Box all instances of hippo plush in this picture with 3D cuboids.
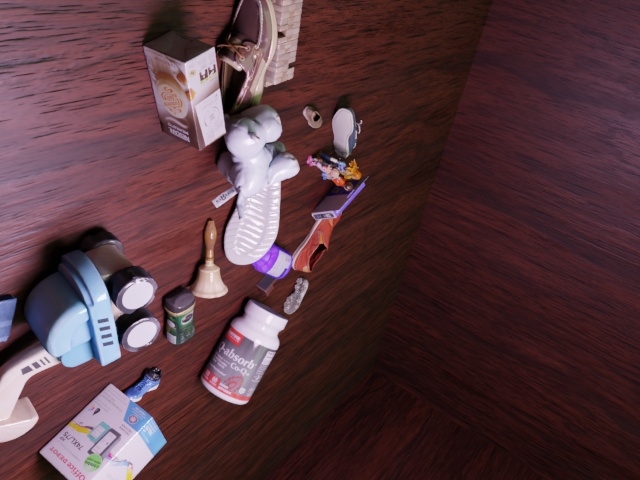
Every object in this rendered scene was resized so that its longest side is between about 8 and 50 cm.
[{"bbox_3d":[-0.217,-0.263,1.667,0.294,0.234,0.236,-41,142,-29],"label":"hippo plush"}]

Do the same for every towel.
[{"bbox_3d":[-0.738,0.182,1.349,0.067,0.029,0.119,-9,125,-61],"label":"towel"}]

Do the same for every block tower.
[{"bbox_3d":[-0.119,-0.603,1.651,0.097,0.091,0.335,-37,147,-44],"label":"block tower"}]

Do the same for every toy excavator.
[{"bbox_3d":[-0.643,0.243,1.444,0.445,0.222,0.433,-24,139,-33],"label":"toy excavator"}]

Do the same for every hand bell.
[{"bbox_3d":[-0.356,0.050,1.901,0.126,0.126,0.242,-23,124,-54],"label":"hand bell"}]

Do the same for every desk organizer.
[{"bbox_3d":[-0.195,0.156,2.370,0.130,0.047,0.050,-50,156,-23],"label":"desk organizer"}]

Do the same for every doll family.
[{"bbox_3d":[0.072,-0.283,2.278,0.118,0.163,0.263,-61,156,0],"label":"doll family"}]

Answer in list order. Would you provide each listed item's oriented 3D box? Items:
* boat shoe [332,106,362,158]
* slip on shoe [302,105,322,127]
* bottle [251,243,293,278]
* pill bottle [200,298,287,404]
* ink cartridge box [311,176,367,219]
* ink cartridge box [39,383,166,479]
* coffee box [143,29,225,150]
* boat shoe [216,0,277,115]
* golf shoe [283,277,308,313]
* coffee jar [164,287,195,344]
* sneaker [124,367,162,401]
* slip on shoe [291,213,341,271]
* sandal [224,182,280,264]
[{"bbox_3d":[0.105,-0.425,2.277,0.079,0.095,0.254,-47,153,-26],"label":"boat shoe"},{"bbox_3d":[-0.019,-0.432,2.090,0.051,0.041,0.135,-59,156,-5],"label":"slip on shoe"},{"bbox_3d":[-0.200,0.065,2.206,0.118,0.092,0.283,-61,156,-2],"label":"bottle"},{"bbox_3d":[-0.288,0.424,2.276,0.363,0.210,0.210,-61,156,-2],"label":"pill bottle"},{"bbox_3d":[0.087,-0.170,2.408,0.045,0.208,0.206,51,64,-21],"label":"ink cartridge box"},{"bbox_3d":[-0.651,0.627,1.793,0.270,0.198,0.197,-47,153,-31],"label":"ink cartridge box"},{"bbox_3d":[-0.326,-0.362,1.440,0.098,0.141,0.246,-45,150,-34],"label":"coffee box"},{"bbox_3d":[-0.209,-0.489,1.567,0.123,0.123,0.342,-34,150,-48],"label":"boat shoe"},{"bbox_3d":[-0.100,0.252,2.641,0.176,0.069,0.086,-60,162,0],"label":"golf shoe"},{"bbox_3d":[-0.455,0.243,1.910,0.096,0.079,0.184,-33,145,-43],"label":"coffee jar"},{"bbox_3d":[-0.576,0.465,1.932,0.152,0.058,0.084,-17,137,-63],"label":"sneaker"},{"bbox_3d":[0.000,0.000,2.521,0.331,0.101,0.123,-55,153,-17],"label":"slip on shoe"},{"bbox_3d":[-0.212,-0.110,1.971,0.102,0.169,0.416,-106,-149,-64],"label":"sandal"}]
